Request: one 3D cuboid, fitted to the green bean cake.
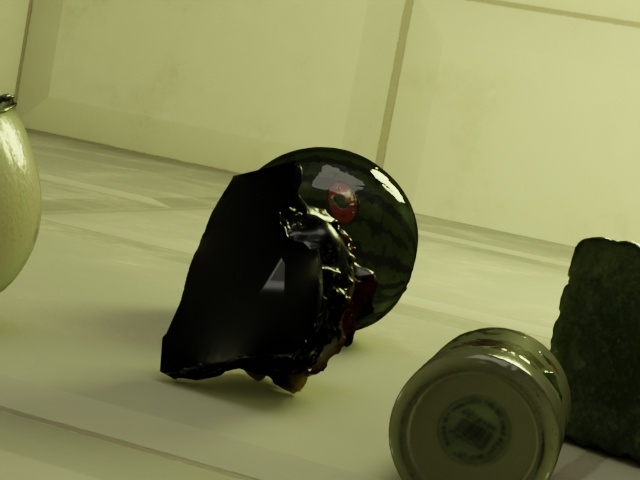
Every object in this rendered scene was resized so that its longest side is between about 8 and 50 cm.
[{"bbox_3d":[0.294,0.098,1.397,0.183,0.185,0.094,14,4,43],"label":"green bean cake"}]

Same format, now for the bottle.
[{"bbox_3d":[0.126,0.125,1.193,0.120,0.120,0.253,11,5,10],"label":"bottle"}]

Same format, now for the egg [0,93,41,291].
[{"bbox_3d":[-0.383,-0.011,1.433,0.286,0.174,0.264,-16,7,5],"label":"egg"}]

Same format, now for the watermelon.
[{"bbox_3d":[0.000,0.000,1.734,0.212,0.212,0.212,10,6,-1],"label":"watermelon"}]

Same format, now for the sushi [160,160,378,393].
[{"bbox_3d":[-0.031,0.047,1.414,0.153,0.172,0.150,-12,-28,27],"label":"sushi"}]
